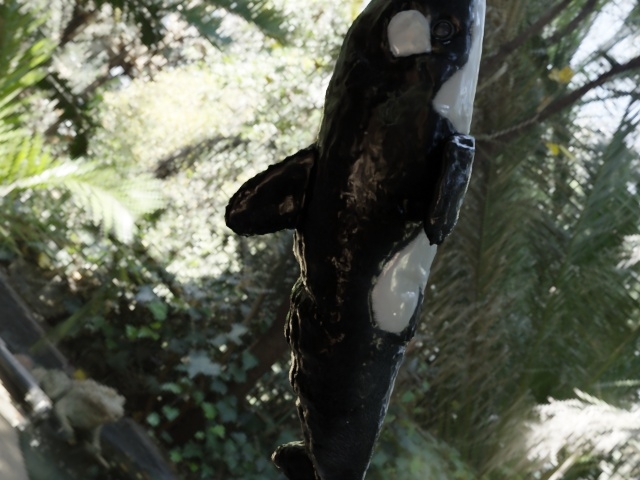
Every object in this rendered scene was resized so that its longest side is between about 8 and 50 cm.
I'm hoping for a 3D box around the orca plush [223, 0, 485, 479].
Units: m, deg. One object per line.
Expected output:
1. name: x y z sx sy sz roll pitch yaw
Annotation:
1. orca plush: 0.000 0.000 0.429 0.102 0.287 0.151 13 23 -4
